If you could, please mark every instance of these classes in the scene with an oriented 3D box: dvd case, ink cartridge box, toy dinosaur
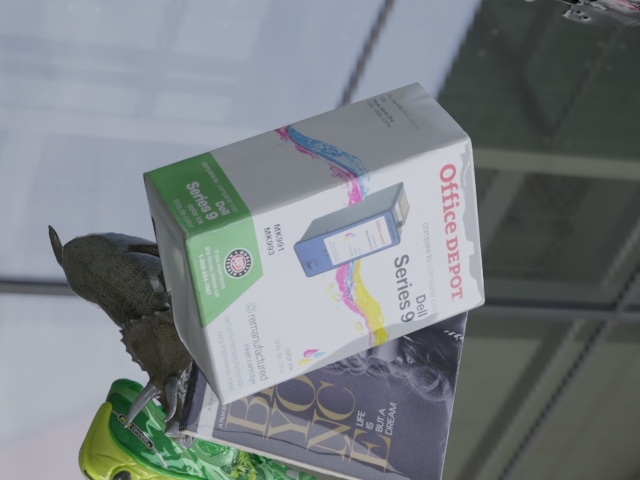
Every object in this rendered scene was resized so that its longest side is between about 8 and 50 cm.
[{"bbox_3d":[0.008,0.095,1.307,0.018,0.221,0.164,-24,-128,60],"label":"dvd case"},{"bbox_3d":[0.000,0.000,1.191,0.093,0.212,0.154,-129,-156,-48],"label":"ink cartridge box"},{"bbox_3d":[-0.154,0.043,1.495,0.121,0.160,0.313,-49,-124,10],"label":"toy dinosaur"}]

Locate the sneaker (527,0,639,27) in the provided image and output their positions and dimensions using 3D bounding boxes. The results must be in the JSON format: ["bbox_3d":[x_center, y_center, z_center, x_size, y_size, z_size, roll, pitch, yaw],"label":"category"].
[{"bbox_3d":[0.264,-0.287,1.637,0.202,0.483,0.185,-8,-101,21],"label":"sneaker"}]

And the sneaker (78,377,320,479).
[{"bbox_3d":[-0.093,0.204,1.616,0.109,0.295,0.123,-1,-109,44],"label":"sneaker"}]
